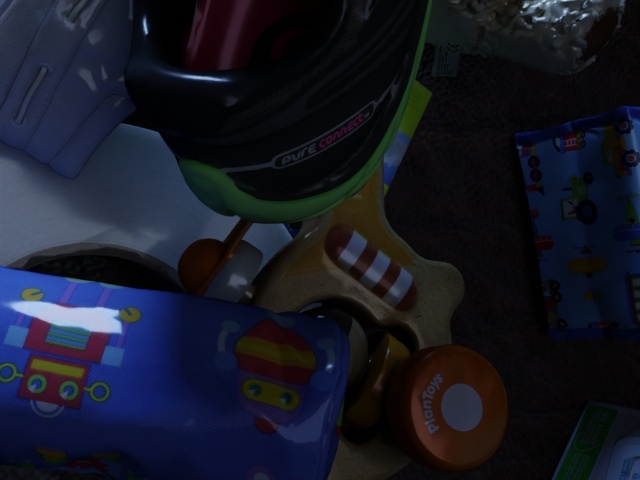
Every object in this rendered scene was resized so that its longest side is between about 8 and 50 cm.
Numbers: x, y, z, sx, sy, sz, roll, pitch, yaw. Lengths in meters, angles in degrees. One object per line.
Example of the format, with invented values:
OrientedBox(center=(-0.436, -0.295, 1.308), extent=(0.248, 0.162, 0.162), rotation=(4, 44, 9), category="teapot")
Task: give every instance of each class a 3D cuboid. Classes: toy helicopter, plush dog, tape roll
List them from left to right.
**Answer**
OrientedBox(center=(-0.174, 0.104, 0.564), extent=(0.392, 0.072, 0.391), rotation=(0, 90, -28), category="tape roll")
OrientedBox(center=(0.000, 0.000, 0.571), extent=(0.235, 0.140, 0.354), rotation=(9, 74, -20), category="toy helicopter")
OrientedBox(center=(0.137, -0.288, 0.670), extent=(0.262, 0.211, 0.225), rotation=(33, 71, -40), category="plush dog")

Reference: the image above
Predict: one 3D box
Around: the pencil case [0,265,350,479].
OrientedBox(center=(-0.135, 0.081, 0.428), extent=(0.306, 0.133, 0.119), rotation=(11, 60, -5), category="pencil case")

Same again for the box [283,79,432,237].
OrientedBox(center=(0.017, -0.084, 0.687), extent=(0.109, 0.042, 0.178), rotation=(32, 74, -24), category="box")

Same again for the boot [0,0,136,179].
OrientedBox(center=(-0.130, -0.166, 0.492), extent=(0.123, 0.095, 0.258), rotation=(35, 94, -23), category="boot")

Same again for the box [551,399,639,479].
OrientedBox(center=(0.415, 0.291, 0.790), extent=(0.262, 0.231, 0.126), rotation=(40, 71, -23), category="box")

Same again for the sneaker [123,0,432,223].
OrientedBox(center=(0.008, -0.250, 0.426), extent=(0.185, 0.202, 0.482), rotation=(8, 84, 15), category="sneaker")

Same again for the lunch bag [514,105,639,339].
OrientedBox(center=(0.370, -0.031, 0.841), extent=(0.293, 0.138, 0.220), rotation=(-11, 92, -37), category="lunch bag")
